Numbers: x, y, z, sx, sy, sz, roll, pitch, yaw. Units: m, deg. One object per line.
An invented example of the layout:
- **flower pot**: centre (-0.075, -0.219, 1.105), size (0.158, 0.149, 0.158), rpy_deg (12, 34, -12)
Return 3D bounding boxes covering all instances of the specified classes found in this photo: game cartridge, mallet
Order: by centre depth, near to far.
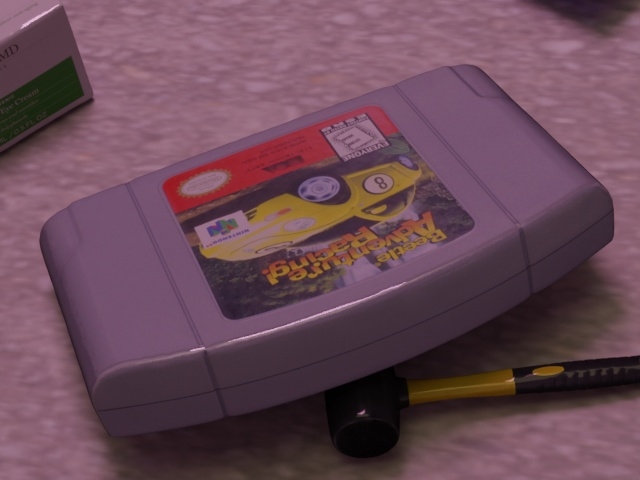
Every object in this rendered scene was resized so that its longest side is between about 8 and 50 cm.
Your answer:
- **mallet**: centre (0.093, 0.069, 0.762), size (0.189, 0.039, 0.062), rpy_deg (-10, 46, -6)
- **game cartridge**: centre (0.000, 0.000, 0.792), size (0.294, 0.060, 0.196), rpy_deg (-21, 39, -9)

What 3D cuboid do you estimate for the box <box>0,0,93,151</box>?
- **box**: centre (-0.223, -0.124, 0.941), size (0.101, 0.087, 0.102), rpy_deg (-35, 53, -19)
